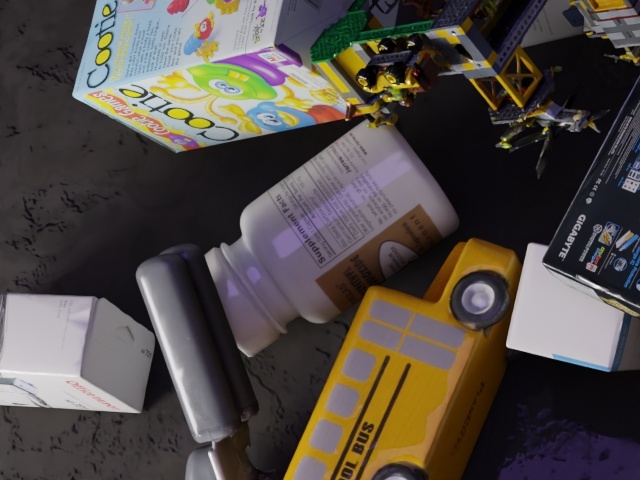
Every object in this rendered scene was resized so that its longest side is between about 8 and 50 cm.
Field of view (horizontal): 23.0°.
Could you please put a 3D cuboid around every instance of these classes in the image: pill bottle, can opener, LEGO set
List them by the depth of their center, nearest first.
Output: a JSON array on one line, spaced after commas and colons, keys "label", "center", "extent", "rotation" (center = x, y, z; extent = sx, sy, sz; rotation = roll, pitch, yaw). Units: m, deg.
[{"label": "LEGO set", "center": [0.170, -0.188, 1.344], "extent": [0.255, 0.192, 0.331], "rotation": [-8, 42, 48]}, {"label": "can opener", "center": [-0.108, 0.148, 1.372], "extent": [0.095, 0.076, 0.283], "rotation": [-16, 97, 23]}, {"label": "pill bottle", "center": [0.000, 0.000, 1.431], "extent": [0.229, 0.131, 0.131], "rotation": [-36, 61, 2]}]

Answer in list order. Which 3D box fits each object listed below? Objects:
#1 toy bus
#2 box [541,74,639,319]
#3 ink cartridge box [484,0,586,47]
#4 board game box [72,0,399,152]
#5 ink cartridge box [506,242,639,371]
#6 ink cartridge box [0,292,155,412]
[{"label": "toy bus", "center": [0.070, 0.157, 1.356], "extent": [0.130, 0.108, 0.332], "rotation": [18, 75, 26]}, {"label": "box", "center": [0.296, -0.038, 1.203], "extent": [0.175, 0.051, 0.220], "rotation": [26, 85, 34]}, {"label": "ink cartridge box", "center": [0.253, -0.283, 1.486], "extent": [0.212, 0.093, 0.154], "rotation": [-10, 65, 13]}, {"label": "board game box", "center": [-0.080, -0.189, 1.478], "extent": [0.275, 0.142, 0.144], "rotation": [-7, 64, 43]}, {"label": "ink cartridge box", "center": [0.227, 0.058, 1.331], "extent": [0.092, 0.143, 0.090], "rotation": [13, 90, 23]}, {"label": "ink cartridge box", "center": [-0.272, 0.104, 1.477], "extent": [0.191, 0.139, 0.082], "rotation": [3, 71, 20]}]
